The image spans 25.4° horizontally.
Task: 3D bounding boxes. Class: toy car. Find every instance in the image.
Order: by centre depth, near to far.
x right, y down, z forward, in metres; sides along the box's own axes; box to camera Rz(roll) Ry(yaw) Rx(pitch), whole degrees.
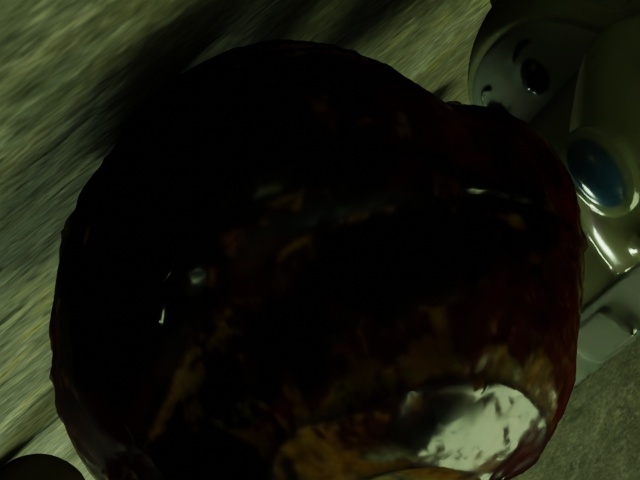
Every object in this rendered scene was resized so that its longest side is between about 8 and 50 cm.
[{"bbox_3d":[0.180,-0.094,0.920,0.336,0.226,0.242,-53,-178,-39],"label":"toy car"}]

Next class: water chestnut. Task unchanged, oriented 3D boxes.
[{"bbox_3d":[-0.006,0.030,0.739,0.289,0.289,0.244,-46,178,22],"label":"water chestnut"}]

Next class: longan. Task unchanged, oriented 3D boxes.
[{"bbox_3d":[-0.264,0.241,1.282,0.113,0.092,0.113,-18,168,-4],"label":"longan"}]

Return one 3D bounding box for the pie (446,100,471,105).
[{"bbox_3d":[0.102,-0.021,1.495,0.273,0.069,0.273,-23,137,-22],"label":"pie"}]
